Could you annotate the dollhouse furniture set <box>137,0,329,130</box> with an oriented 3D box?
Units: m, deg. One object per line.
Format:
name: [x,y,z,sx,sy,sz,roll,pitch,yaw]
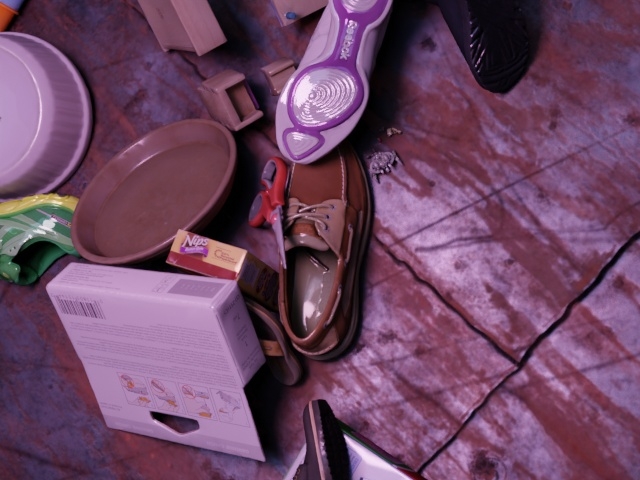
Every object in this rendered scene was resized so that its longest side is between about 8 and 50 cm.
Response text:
dollhouse furniture set: [-0.088,-0.364,1.745,0.303,0.198,0.286,-31,110,-13]

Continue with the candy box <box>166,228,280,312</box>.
candy box: [-0.121,0.045,1.616,0.109,0.186,0.053,17,82,22]

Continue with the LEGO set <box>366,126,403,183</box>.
LEGO set: [0.088,-0.123,1.662,0.054,0.023,0.083,-6,78,18]

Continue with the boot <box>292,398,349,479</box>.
boot: [-0.033,0.315,1.527,0.137,0.077,0.198,-16,73,21]

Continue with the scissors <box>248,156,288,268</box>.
scissors: [-0.058,-0.045,1.588,0.021,0.297,0.109,22,98,-15]

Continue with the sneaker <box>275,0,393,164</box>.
sneaker: [0.033,-0.243,1.631,0.114,0.152,0.305,24,90,5]

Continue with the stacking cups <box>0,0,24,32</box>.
stacking cups: [-0.511,-0.417,1.892,0.096,0.096,0.316,34,92,22]

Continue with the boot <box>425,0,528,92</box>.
boot: [0.178,-0.340,1.627,0.094,0.246,0.207,-33,34,-12]

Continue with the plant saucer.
plant saucer: [-0.235,-0.065,1.693,0.278,0.041,0.278,-20,41,18]

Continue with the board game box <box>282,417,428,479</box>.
board game box: [0.074,0.416,1.541,0.316,0.064,0.242,32,91,22]

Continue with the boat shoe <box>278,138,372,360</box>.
boat shoe: [0.000,0.000,1.618,0.122,0.120,0.324,-5,78,18]

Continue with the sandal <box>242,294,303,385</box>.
sandal: [-0.081,0.140,1.598,0.072,0.180,0.049,10,48,44]

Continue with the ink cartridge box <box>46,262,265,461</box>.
ink cartridge box: [-0.211,0.163,1.617,0.296,0.261,0.066,5,36,32]

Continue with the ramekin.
ramekin: [-0.497,-0.192,1.796,0.273,0.127,0.273,0,91,10]

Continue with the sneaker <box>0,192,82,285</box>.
sneaker: [-0.491,0.012,1.794,0.295,0.109,0.123,-15,71,16]
